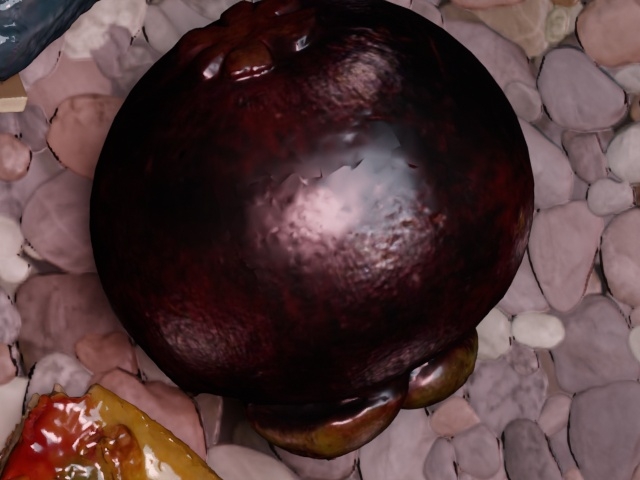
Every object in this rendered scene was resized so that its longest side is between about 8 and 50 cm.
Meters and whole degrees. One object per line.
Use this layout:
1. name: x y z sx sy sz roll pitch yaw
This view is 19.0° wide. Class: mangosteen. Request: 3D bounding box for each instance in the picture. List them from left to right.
1. mangosteen: 0.000 0.000 1.324 0.307 0.307 0.347 -35 126 -27

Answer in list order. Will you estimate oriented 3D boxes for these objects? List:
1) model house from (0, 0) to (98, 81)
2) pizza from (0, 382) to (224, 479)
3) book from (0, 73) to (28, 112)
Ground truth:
1. model house: -0.234 -0.284 1.215 0.253 0.291 0.184 34 43 2
2. pizza: -0.157 0.350 1.256 0.406 0.130 0.440 -36 97 -29
3. book: -0.289 -0.163 1.295 0.138 0.016 0.198 -5 55 -28
